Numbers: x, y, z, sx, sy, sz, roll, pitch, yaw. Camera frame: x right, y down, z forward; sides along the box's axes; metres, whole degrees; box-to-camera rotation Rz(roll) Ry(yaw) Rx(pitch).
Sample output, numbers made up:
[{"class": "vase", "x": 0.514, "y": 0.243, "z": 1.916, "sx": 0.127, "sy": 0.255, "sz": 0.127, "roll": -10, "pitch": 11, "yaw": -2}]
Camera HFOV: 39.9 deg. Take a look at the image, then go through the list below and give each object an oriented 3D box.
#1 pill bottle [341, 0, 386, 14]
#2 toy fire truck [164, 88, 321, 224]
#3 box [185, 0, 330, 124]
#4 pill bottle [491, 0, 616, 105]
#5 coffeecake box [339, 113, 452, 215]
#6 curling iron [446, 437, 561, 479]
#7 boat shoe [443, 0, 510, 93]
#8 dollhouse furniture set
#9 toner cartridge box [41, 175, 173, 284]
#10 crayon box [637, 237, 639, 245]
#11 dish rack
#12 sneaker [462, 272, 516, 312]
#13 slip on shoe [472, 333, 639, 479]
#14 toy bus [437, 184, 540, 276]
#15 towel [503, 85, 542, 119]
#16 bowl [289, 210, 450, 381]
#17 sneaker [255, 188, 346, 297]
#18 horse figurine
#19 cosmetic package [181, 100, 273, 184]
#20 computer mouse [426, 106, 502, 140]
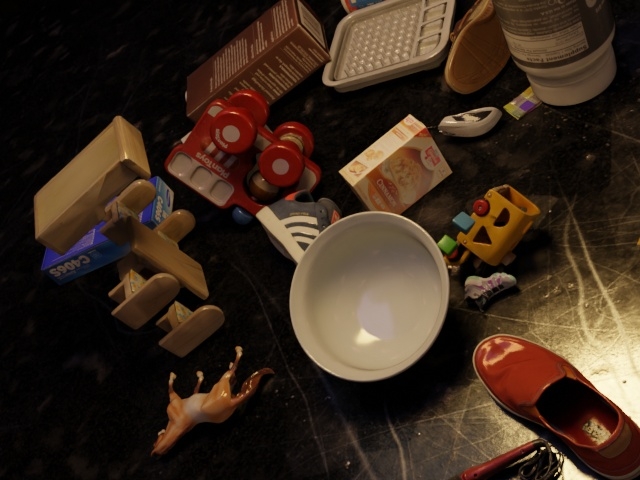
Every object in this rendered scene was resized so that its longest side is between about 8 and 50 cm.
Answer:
[{"class": "pill bottle", "x": 0.169, "y": -0.657, "z": 2.268, "sx": 0.222, "sy": 0.124, "sz": 0.124, "roll": -8, "pitch": 49, "yaw": 32}, {"class": "toy fire truck", "x": -0.165, "y": -0.169, "z": 1.965, "sx": 0.254, "sy": 0.302, "sz": 0.169, "roll": -50, "pitch": 11, "yaw": 26}, {"class": "box", "x": -0.165, "y": -0.439, "z": 2.257, "sx": 0.381, "sy": 0.143, "sz": 0.191, "roll": -33, "pitch": 38, "yaw": 21}, {"class": "pill bottle", "x": 0.440, "y": -0.444, "z": 1.674, "sx": 0.204, "sy": 0.361, "sz": 0.204, "roll": -17, "pitch": 44, "yaw": 18}, {"class": "coffeecake box", "x": 0.153, "y": -0.139, "z": 1.782, "sx": 0.185, "sy": 0.142, "sz": 0.068, "roll": -39, "pitch": 41, "yaw": 0}, {"class": "curling iron", "x": 0.233, "y": 0.369, "z": 1.333, "sx": 0.274, "sy": 0.035, "sz": 0.068, "roll": -24, "pitch": 42, "yaw": 16}, {"class": "boat shoe", "x": 0.357, "y": -0.456, "z": 1.969, "sx": 0.341, "sy": 0.123, "sz": 0.123, "roll": -64, "pitch": 16, "yaw": -19}, {"class": "dollhouse furniture set", "x": -0.360, "y": -0.028, "z": 1.858, "sx": 0.256, "sy": 0.394, "sz": 0.362, "roll": -40, "pitch": 38, "yaw": 13}, {"class": "toner cartridge box", "x": -0.541, "y": -0.024, "z": 2.246, "sx": 0.348, "sy": 0.075, "sz": 0.165, "roll": -22, "pitch": 44, "yaw": 19}, {"class": "crayon box", "x": 0.668, "y": -0.055, "z": 1.337, "sx": 0.319, "sy": 0.081, "sz": 0.202, "roll": -1, "pitch": 52, "yaw": 52}, {"class": "dish rack", "x": 0.178, "y": -0.481, "z": 2.138, "sx": 0.333, "sy": 0.072, "sz": 0.285, "roll": -10, "pitch": 49, "yaw": 30}, {"class": "sneaker", "x": 0.295, "y": 0.095, "z": 1.545, "sx": 0.098, "sy": 0.038, "sz": 0.069, "roll": -12, "pitch": 48, "yaw": 41}, {"class": "slip on shoe", "x": 0.348, "y": 0.230, "z": 1.327, "sx": 0.123, "sy": 0.101, "sz": 0.331, "roll": -45, "pitch": 39, "yaw": -4}, {"class": "toy bus", "x": 0.302, "y": 0.000, "z": 1.568, "sx": 0.104, "sy": 0.202, "sz": 0.191, "roll": 40, "pitch": 72, "yaw": 19}, {"class": "towel", "x": 0.426, "y": -0.288, "z": 1.821, "sx": 0.083, "sy": 0.009, "sz": 0.060, "roll": -37, "pitch": 41, "yaw": 2}, {"class": "bowl", "x": 0.104, "y": 0.106, "z": 1.562, "sx": 0.298, "sy": 0.134, "sz": 0.297, "roll": -6, "pitch": 75, "yaw": 24}, {"class": "sneaker", "x": 0.000, "y": 0.000, "z": 1.784, "sx": 0.148, "sy": 0.131, "sz": 0.350, "roll": -35, "pitch": 44, "yaw": -7}, {"class": "horse figurine", "x": -0.220, "y": 0.306, "z": 1.708, "sx": 0.263, "sy": 0.066, "sz": 0.174, "roll": -21, "pitch": 37, "yaw": 23}, {"class": "cosmetic package", "x": -0.204, "y": -0.223, "z": 2.120, "sx": 0.184, "sy": 0.151, "sz": 0.151, "roll": -39, "pitch": 41, "yaw": 0}, {"class": "computer mouse", "x": 0.281, "y": -0.232, "z": 1.824, "sx": 0.193, "sy": 0.106, "sz": 0.042, "roll": -11, "pitch": 71, "yaw": 19}]
